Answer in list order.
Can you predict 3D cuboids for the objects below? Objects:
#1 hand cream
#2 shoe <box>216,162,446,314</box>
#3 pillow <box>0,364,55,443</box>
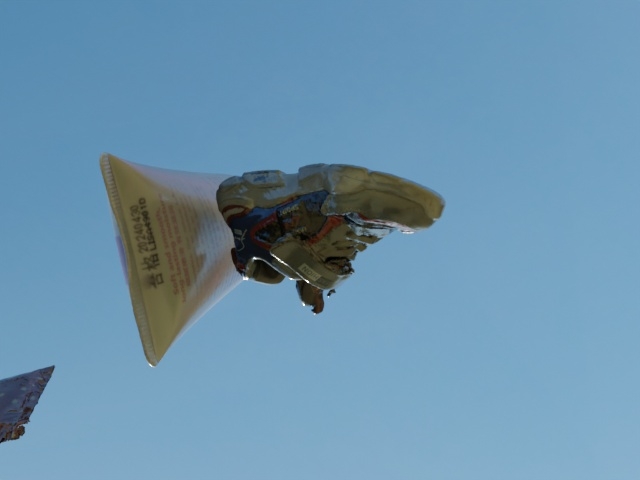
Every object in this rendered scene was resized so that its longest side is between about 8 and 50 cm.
[{"bbox_3d":[-0.136,0.003,1.172,0.358,0.118,0.185,-26,-74,-79],"label":"hand cream"},{"bbox_3d":[0.000,0.000,1.066,0.099,0.227,0.125,21,-108,-53],"label":"shoe"},{"bbox_3d":[-0.335,0.168,1.110,0.185,0.118,0.043,-23,-69,16],"label":"pillow"}]
